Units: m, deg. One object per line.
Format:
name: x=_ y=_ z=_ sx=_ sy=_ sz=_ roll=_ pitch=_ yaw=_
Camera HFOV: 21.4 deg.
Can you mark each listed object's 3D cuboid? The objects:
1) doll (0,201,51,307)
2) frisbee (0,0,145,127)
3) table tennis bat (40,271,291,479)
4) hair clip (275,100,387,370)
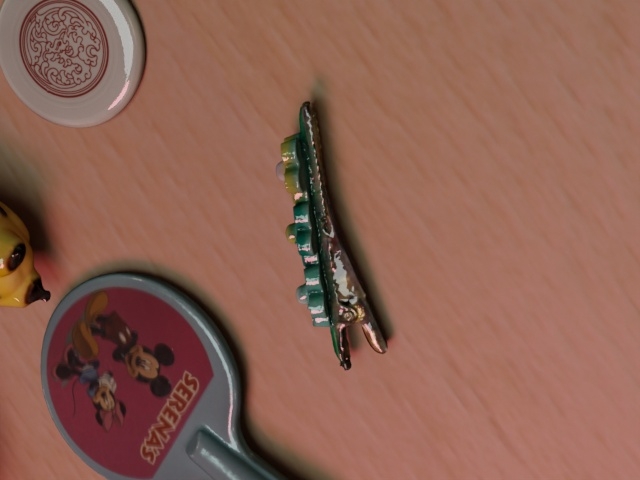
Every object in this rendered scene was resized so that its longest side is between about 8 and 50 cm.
doll: x=-0.320 y=-0.012 z=1.176 sx=0.291 sy=0.086 sz=0.117 roll=14 pitch=140 yaw=20
frisbee: x=-0.166 y=-0.127 z=1.113 sx=0.110 sy=0.014 sz=0.110 roll=7 pitch=108 yaw=21
table tennis bat: x=-0.091 y=0.124 z=1.148 sx=0.244 sy=0.040 sz=0.153 roll=39 pitch=116 yaw=13
hair clip: x=-0.001 y=0.000 z=1.063 sx=0.049 sy=0.049 sz=0.173 roll=-9 pitch=103 yaw=25
